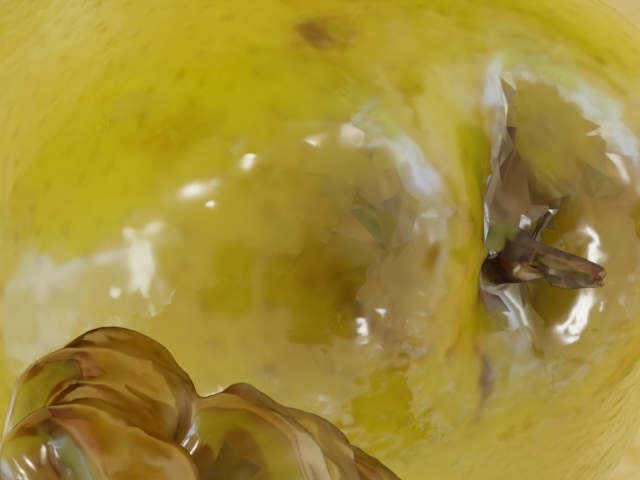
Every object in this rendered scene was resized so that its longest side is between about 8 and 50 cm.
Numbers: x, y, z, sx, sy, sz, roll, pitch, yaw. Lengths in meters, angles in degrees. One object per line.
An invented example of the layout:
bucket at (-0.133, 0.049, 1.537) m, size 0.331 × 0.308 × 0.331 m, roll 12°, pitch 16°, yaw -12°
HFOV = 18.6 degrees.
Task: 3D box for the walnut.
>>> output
walnut at (-0.001, 0.091, 0.340) m, size 0.143 × 0.170 × 0.069 m, roll 34°, pitch 105°, yaw -33°

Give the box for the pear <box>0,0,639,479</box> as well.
pear at (0.002, -0.002, 0.533) m, size 0.267 × 0.178 × 0.267 m, roll 1°, pitch 83°, yaw -9°
